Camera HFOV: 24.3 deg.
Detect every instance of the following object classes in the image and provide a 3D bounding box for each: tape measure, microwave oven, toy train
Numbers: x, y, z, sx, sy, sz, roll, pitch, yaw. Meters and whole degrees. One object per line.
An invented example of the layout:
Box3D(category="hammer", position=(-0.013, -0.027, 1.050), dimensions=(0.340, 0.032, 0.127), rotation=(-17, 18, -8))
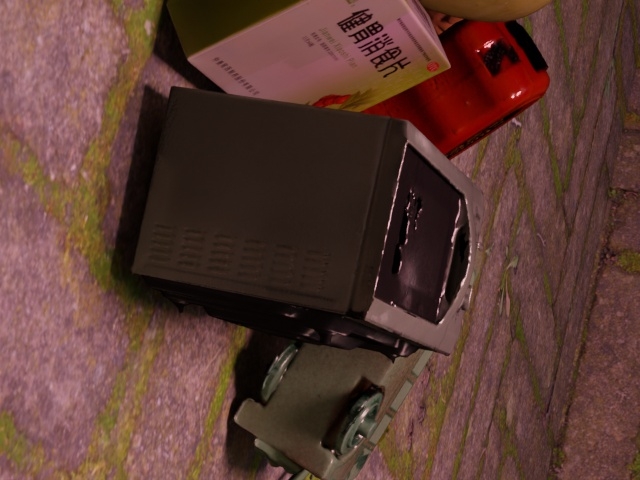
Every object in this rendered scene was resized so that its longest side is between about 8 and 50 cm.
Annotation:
Box3D(category="tape measure", position=(0.119, -0.143, 1.594), dimensions=(0.114, 0.253, 0.260), rotation=(58, 17, 2))
Box3D(category="microwave oven", position=(0.000, 0.000, 1.287), dimensions=(0.295, 0.237, 0.181), rotation=(27, 73, -70))
Box3D(category="toy train", position=(0.049, 0.093, 1.495), dimensions=(0.326, 0.129, 0.159), rotation=(-59, 162, -5))

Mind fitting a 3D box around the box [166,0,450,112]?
Box3D(category="box", position=(-0.002, -0.178, 1.305), dimensions=(0.062, 0.175, 0.260), rotation=(70, 13, 19))

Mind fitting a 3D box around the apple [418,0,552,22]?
Box3D(category="apple", position=(0.131, -0.351, 1.435), dimensions=(0.292, 0.292, 0.254), rotation=(-28, 138, -66))

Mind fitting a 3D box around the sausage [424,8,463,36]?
Box3D(category="sausage", position=(0.167, -0.373, 1.785), dimensions=(0.121, 0.121, 0.304), rotation=(70, 33, -53))

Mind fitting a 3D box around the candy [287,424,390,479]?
Box3D(category="candy", position=(-0.006, 0.241, 1.642), dimensions=(0.262, 0.073, 0.077), rotation=(-35, 111, -55))
